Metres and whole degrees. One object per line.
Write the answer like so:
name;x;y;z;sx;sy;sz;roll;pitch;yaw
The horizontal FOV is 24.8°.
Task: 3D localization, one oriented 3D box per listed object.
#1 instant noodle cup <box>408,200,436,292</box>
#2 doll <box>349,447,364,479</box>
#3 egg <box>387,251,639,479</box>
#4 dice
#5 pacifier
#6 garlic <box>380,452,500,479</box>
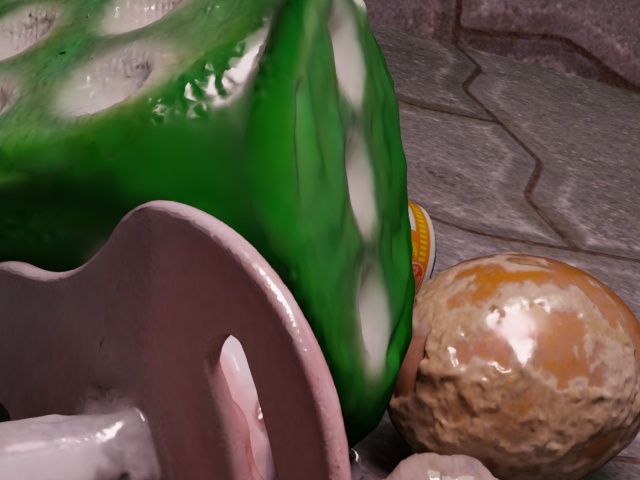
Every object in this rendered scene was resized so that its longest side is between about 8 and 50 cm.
instant noodle cup;0.000;0.000;1.347;0.185;0.168;0.168;14;19;-31
doll;-0.011;0.192;0.947;0.094;0.079;0.180;33;34;0
egg;0.156;0.104;1.132;0.233;0.194;0.195;-7;31;-39
dice;-0.103;-0.026;0.964;0.287;0.300;0.297;-5;41;20
pacifier;-0.119;0.114;0.736;0.273;0.220;0.332;33;-33;-32
garlic;0.085;0.187;1.029;0.113;0.074;0.094;2;30;3
